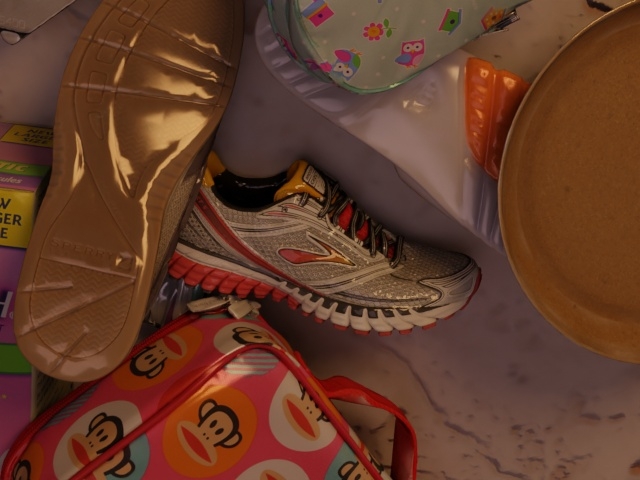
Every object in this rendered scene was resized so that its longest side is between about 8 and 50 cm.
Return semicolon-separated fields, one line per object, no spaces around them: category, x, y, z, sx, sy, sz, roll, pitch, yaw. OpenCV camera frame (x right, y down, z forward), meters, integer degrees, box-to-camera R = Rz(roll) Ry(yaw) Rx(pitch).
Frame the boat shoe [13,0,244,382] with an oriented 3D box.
boat shoe;-0.124;-0.048;0.853;0.102;0.092;0.285;16;80;-8

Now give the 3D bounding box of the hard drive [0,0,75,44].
hard drive;-0.199;-0.317;0.792;0.237;0.064;0.339;-30;109;17

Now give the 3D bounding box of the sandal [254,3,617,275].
sandal;0.077;-0.082;0.866;0.265;0.076;0.102;35;93;-5

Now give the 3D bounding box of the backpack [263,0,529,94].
backpack;0.049;-0.168;0.754;0.182;0.115;0.152;-32;116;5

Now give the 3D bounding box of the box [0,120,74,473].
box;-0.287;0.040;0.930;0.213;0.117;0.243;8;114;2

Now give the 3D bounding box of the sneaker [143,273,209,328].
sneaker;-0.111;0.060;0.969;0.069;0.038;0.098;-3;104;8

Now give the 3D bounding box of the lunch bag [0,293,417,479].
lunch bag;-0.049;0.192;0.930;0.258;0.120;0.293;-37;119;-9

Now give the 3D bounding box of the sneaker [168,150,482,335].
sneaker;0.000;0.000;0.901;0.225;0.088;0.093;13;113;-1

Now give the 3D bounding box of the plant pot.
plant pot;0.219;-0.038;0.829;0.236;0.032;0.236;-3;104;-10
